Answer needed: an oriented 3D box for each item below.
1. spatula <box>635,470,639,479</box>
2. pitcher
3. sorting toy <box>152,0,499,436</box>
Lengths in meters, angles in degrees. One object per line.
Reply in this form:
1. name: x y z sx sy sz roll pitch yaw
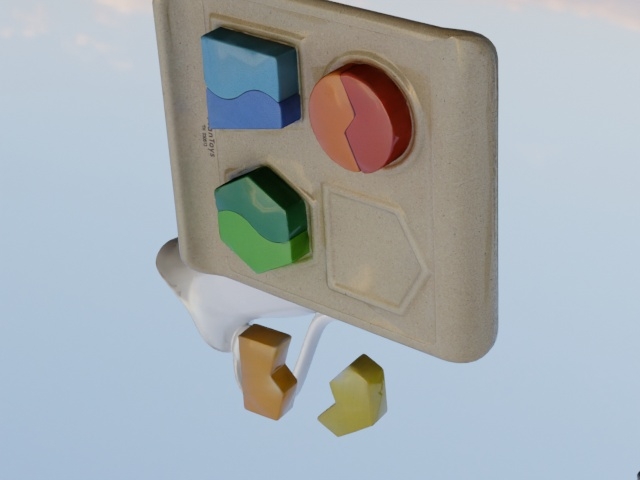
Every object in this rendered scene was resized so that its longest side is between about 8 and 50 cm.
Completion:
1. spatula: 0.207 0.188 1.102 0.084 0.296 0.030 56 174 4
2. pitcher: -0.023 0.033 1.307 0.125 0.207 0.178 -19 -101 -51
3. sorting toy: 0.000 0.000 0.959 0.229 0.307 0.041 16 -146 31
